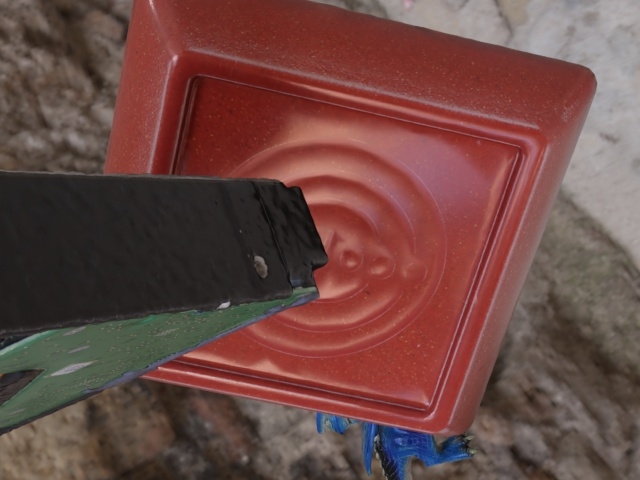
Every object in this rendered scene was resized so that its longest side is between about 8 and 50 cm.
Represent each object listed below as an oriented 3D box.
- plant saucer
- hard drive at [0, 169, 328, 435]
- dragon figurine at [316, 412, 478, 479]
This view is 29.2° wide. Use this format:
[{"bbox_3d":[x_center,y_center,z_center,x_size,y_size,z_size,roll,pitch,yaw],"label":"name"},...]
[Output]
[{"bbox_3d":[0.000,0.000,0.700,0.259,0.047,0.259,12,118,-6],"label":"plant saucer"},{"bbox_3d":[-0.172,0.042,0.468,0.237,0.339,0.064,-24,79,28],"label":"hard drive"},{"bbox_3d":[0.051,0.131,0.973,0.085,0.144,0.289,32,112,52],"label":"dragon figurine"}]
